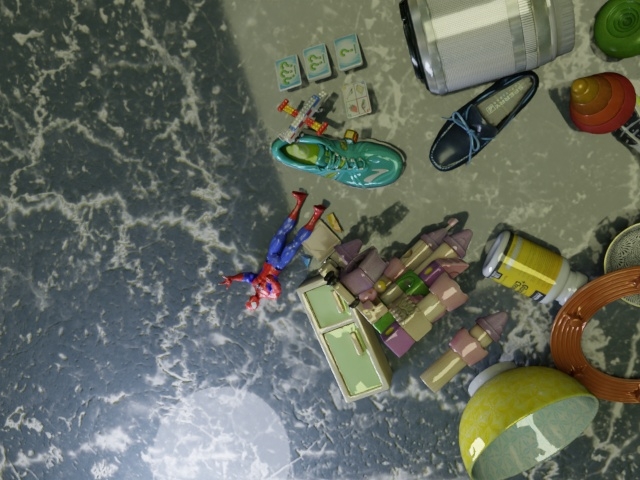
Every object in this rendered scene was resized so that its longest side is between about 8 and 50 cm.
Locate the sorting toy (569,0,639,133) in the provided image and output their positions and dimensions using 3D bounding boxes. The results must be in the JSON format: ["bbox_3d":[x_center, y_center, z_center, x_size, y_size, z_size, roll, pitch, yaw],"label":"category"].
[{"bbox_3d":[0.521,-0.378,1.190,0.127,0.126,0.365,24,100,42],"label":"sorting toy"}]

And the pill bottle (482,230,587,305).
[{"bbox_3d":[0.424,0.062,1.328,0.184,0.103,0.103,26,104,6],"label":"pill bottle"}]

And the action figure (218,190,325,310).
[{"bbox_3d":[-0.106,0.035,1.408,0.091,0.139,0.280,34,108,21],"label":"action figure"}]

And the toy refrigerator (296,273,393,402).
[{"bbox_3d":[0.054,0.198,1.430,0.102,0.094,0.269,-22,95,14],"label":"toy refrigerator"}]

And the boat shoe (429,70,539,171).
[{"bbox_3d":[0.307,-0.239,1.301,0.109,0.089,0.258,41,105,1],"label":"boat shoe"}]

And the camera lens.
[{"bbox_3d":[0.290,-0.397,1.206,0.275,0.219,0.219,-14,98,13],"label":"camera lens"}]

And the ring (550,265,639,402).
[{"bbox_3d":[0.619,0.195,1.296,0.337,0.032,0.336,4,122,6],"label":"ring"}]

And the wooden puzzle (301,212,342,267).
[{"bbox_3d":[0.000,0.000,1.445,0.116,0.014,0.078,-36,88,15],"label":"wooden puzzle"}]

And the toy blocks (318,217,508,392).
[{"bbox_3d":[0.186,0.061,1.254,0.260,0.288,0.309,-43,107,3],"label":"toy blocks"}]

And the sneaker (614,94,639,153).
[{"bbox_3d":[0.623,-0.216,1.260,0.094,0.081,0.208,-35,84,-15],"label":"sneaker"}]

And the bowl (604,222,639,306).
[{"bbox_3d":[0.630,0.039,1.296,0.170,0.080,0.170,2,101,11],"label":"bowl"}]

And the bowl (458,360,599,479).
[{"bbox_3d":[0.384,0.338,1.345,0.289,0.289,0.156,-43,49,15],"label":"bowl"}]

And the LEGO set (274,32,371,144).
[{"bbox_3d":[0.000,-0.289,1.315,0.183,0.060,0.244,-14,68,13],"label":"LEGO set"}]

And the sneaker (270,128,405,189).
[{"bbox_3d":[0.031,-0.160,1.359,0.276,0.110,0.106,10,102,8],"label":"sneaker"}]
